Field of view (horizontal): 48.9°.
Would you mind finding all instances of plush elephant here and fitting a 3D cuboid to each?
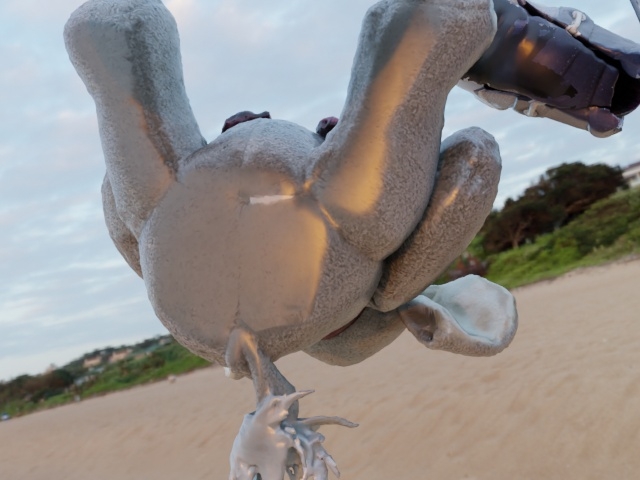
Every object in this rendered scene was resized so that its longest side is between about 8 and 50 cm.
[{"bbox_3d":[0.000,0.000,0.515,0.272,0.329,0.255,-4,-3,16],"label":"plush elephant"}]

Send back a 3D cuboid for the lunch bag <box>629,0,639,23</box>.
[{"bbox_3d":[0.366,-0.123,0.302,0.386,0.327,0.239,-27,-53,30],"label":"lunch bag"}]

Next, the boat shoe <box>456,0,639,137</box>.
[{"bbox_3d":[0.247,-0.166,0.718,0.158,0.127,0.340,29,23,16],"label":"boat shoe"}]
